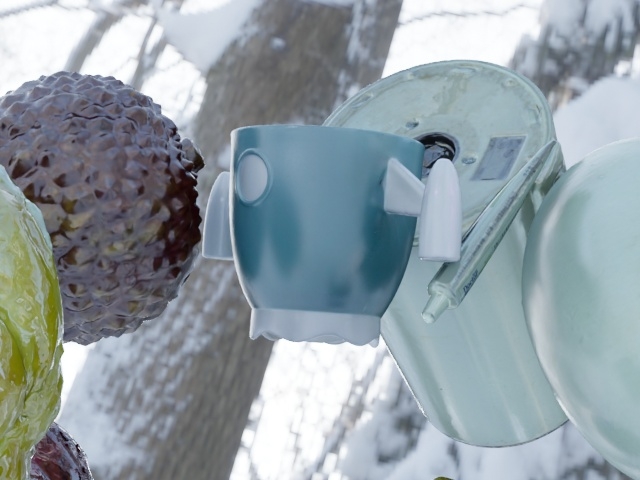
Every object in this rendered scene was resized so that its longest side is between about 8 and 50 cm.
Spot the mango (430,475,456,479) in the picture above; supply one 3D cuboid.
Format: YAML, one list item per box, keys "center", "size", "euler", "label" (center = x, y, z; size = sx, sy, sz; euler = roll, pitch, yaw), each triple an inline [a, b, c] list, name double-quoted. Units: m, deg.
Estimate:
- center: [0.063, 0.289, 1.121]
  size: [0.099, 0.227, 0.136]
  euler: [3, -44, 44]
  label: "mango"

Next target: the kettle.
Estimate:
- center: [0.203, 0.034, 1.486]
  size: [0.361, 0.250, 0.377]
  euler: [5, -38, 27]
  label: "kettle"

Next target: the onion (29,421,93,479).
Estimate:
- center: [-0.359, 0.298, 1.598]
  size: [0.252, 0.252, 0.219]
  euler: [29, -27, -20]
  label: "onion"

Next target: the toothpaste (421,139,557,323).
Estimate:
- center: [0.132, -0.008, 1.142]
  size: [0.029, 0.197, 0.048]
  euler: [38, -30, -2]
  label: "toothpaste"

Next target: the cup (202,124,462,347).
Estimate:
- center: [0.000, 0.000, 1.195]
  size: [0.167, 0.173, 0.299]
  euler: [9, -6, -42]
  label: "cup"

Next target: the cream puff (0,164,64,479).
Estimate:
- center: [-0.334, 0.074, 0.806]
  size: [0.378, 0.378, 0.275]
  euler: [-9, -8, 34]
  label: "cream puff"

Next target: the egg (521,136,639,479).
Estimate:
- center: [0.281, 0.057, 1.167]
  size: [0.230, 0.371, 0.230]
  euler: [1, -55, 1]
  label: "egg"

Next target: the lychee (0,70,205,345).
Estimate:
- center: [-0.219, -0.019, 1.196]
  size: [0.271, 0.236, 0.236]
  euler: [-20, -31, -12]
  label: "lychee"
